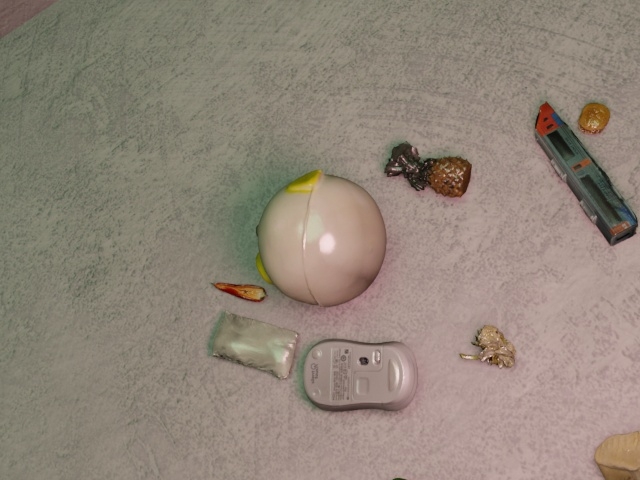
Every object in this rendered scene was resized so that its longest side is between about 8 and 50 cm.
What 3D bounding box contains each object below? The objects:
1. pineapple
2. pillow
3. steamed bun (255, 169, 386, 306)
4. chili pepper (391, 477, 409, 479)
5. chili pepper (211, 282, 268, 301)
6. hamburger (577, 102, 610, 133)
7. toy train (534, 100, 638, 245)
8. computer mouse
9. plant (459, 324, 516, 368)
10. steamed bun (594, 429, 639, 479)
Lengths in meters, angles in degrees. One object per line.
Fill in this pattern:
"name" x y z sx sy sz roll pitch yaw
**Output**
"pineapple" 0.282 -0.186 2.056 0.237 0.111 0.119 15 44 25
"pillow" -0.173 0.272 2.021 0.229 0.051 0.128 15 76 18
"steamed bun" 0.007 0.000 1.900 0.334 0.374 0.333 -2 81 16
"chili pepper" 0.257 0.626 1.755 0.253 0.083 0.099 31 81 18
"chili pepper" -0.219 0.138 2.098 0.178 0.027 0.045 9 68 17
"hamburger" 0.716 -0.319 2.022 0.076 0.044 0.083 13 70 18
"toy train" 0.652 -0.173 1.958 0.089 0.086 0.409 -30 65 4
"computer mouse" 0.105 0.327 1.891 0.297 0.121 0.184 -9 78 28
"plant" 0.399 0.267 1.846 0.122 0.104 0.116 -33 75 7
"steamed bun" 0.677 0.497 1.636 0.212 0.110 0.231 2 88 52
